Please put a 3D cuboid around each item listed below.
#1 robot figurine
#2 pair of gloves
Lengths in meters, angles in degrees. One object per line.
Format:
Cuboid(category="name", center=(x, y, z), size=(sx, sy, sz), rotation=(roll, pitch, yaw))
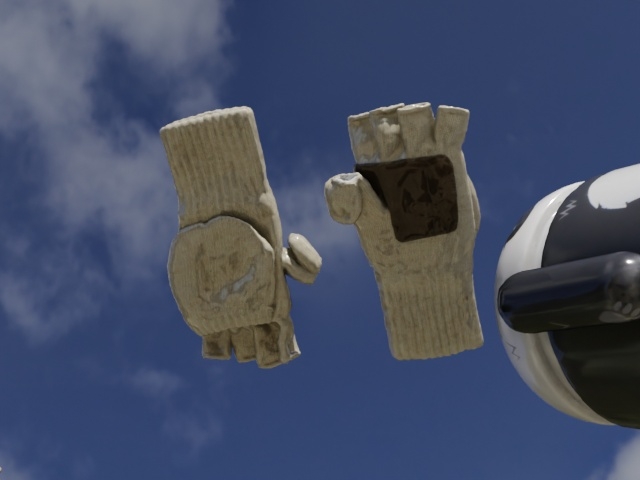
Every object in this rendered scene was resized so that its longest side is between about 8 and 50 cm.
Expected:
Cuboid(category="robot figurine", center=(0.235, 0.027, 0.604), size=(0.209, 0.278, 0.173), rotation=(41, -118, -22))
Cuboid(category="pair of gloves", center=(0.000, 0.000, 0.746), size=(0.240, 0.042, 0.204), rotation=(-2, -76, 6))
